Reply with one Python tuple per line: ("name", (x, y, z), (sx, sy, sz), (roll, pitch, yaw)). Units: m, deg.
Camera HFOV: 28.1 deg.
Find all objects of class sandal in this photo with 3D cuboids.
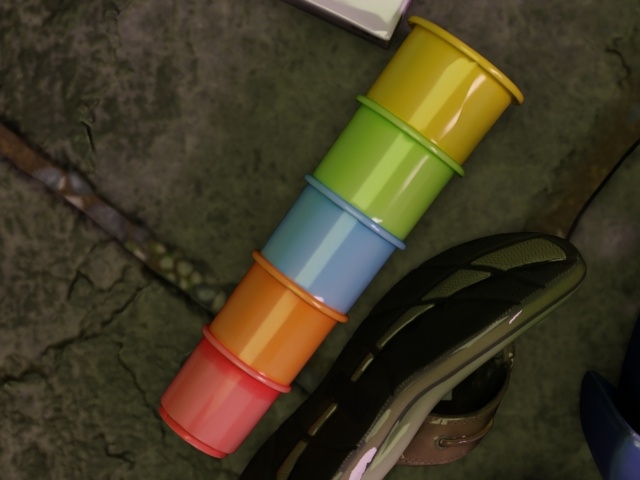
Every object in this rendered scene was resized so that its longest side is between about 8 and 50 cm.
("sandal", (0.060, 0.111, 0.855), (0.303, 0.120, 0.086), (-47, 116, 4))

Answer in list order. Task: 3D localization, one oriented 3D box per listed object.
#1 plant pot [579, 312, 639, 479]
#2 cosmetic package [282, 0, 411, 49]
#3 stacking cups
("plant pot", (0.293, 0.106, 0.776), (0.236, 0.236, 0.212), (39, 98, 2))
("cosmetic package", (-0.040, -0.226, 0.871), (0.239, 0.060, 0.099), (26, 93, 2))
("stacking cups", (0.000, 0.000, 0.856), (0.096, 0.096, 0.316), (39, 93, 2))
